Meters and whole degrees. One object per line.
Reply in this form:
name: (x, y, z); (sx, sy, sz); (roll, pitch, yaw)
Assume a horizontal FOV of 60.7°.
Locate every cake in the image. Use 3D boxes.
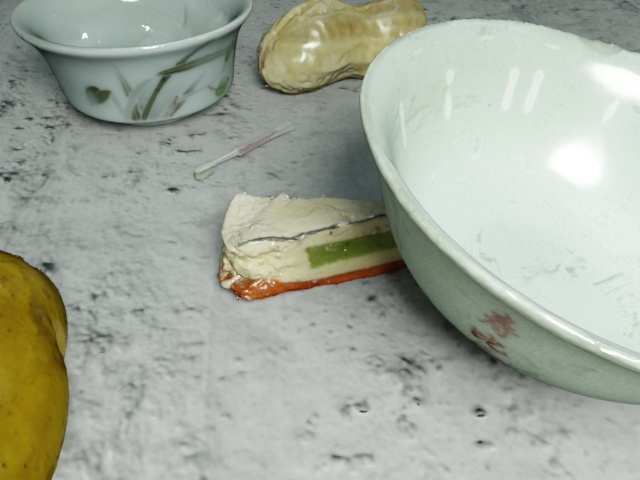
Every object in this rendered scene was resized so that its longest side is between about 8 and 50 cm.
cake: (-0.006, 0.012, 0.573); (0.220, 0.086, 0.117); (9, 41, 9)

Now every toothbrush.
toothbrush: (-0.107, -0.134, 0.793); (0.014, 0.017, 0.194); (28, 48, 29)

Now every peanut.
peanut: (0.042, -0.342, 0.940); (0.313, 0.149, 0.149); (-12, 43, -15)

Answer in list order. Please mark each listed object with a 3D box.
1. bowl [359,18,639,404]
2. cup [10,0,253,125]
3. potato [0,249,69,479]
bowl: (0.225, -0.009, 0.498); (0.434, 0.196, 0.435); (7, 46, -7)
cup: (-0.274, -0.292, 0.862); (0.347, 0.163, 0.347); (0, 41, 0)
potato: (-0.291, 0.133, 0.380); (0.195, 0.176, 0.369); (27, 25, -36)
